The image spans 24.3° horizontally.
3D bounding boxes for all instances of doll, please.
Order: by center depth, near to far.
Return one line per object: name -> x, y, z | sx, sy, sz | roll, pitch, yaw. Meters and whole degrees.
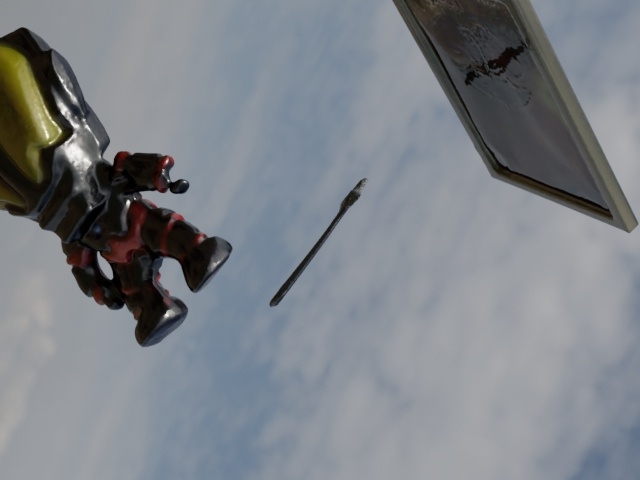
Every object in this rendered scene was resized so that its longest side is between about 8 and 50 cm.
doll -> -0.170, -0.045, 0.969 | 0.127, 0.248, 0.088 | -43, 173, 4

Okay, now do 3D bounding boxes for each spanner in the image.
spanner -> 0.000, 0.000, 1.555 | 0.208, 0.012, 0.046 | -54, -178, -39

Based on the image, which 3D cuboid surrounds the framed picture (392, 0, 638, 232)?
framed picture -> 0.174, -0.141, 1.401 | 0.020, 0.289, 0.211 | -43, -145, -13
